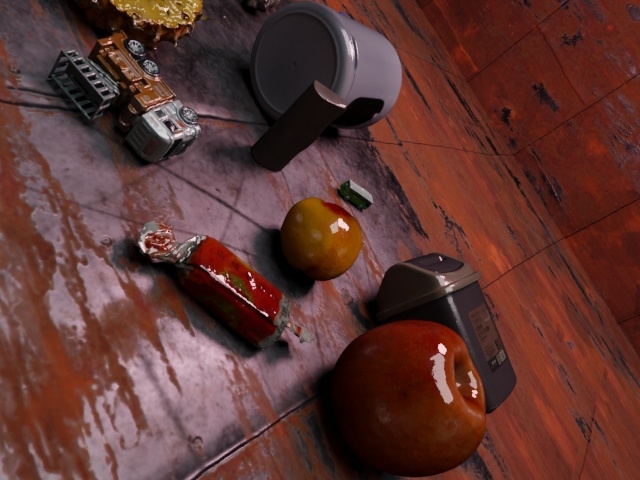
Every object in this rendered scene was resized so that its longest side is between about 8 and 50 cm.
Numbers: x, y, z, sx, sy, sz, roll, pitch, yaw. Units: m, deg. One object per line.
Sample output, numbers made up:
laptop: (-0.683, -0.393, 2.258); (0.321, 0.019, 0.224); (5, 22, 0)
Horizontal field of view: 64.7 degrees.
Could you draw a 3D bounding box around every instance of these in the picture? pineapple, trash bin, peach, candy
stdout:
pineapple: (-0.288, -0.365, 0.792); (0.233, 0.079, 0.135); (3, 85, -35)
trash bin: (0.231, 0.167, 0.941); (0.209, 0.182, 0.291); (-9, 74, -56)
peach: (0.000, 0.000, 0.834); (0.138, 0.138, 0.138); (33, 38, -31)
candy: (-0.117, 0.068, 0.679); (0.292, 0.059, 0.086); (42, 31, -22)

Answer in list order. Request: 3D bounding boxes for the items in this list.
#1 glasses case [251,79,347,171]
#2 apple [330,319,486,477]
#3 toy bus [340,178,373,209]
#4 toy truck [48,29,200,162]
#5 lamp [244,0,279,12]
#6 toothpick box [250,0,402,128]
glasses case: (-0.041, -0.195, 0.892); (0.072, 0.190, 0.042); (24, 45, -34)
apple: (0.125, 0.223, 0.730); (0.218, 0.201, 0.218); (39, 37, -37)
toy bus: (0.079, -0.099, 1.106); (0.083, 0.037, 0.031); (29, 41, -36)
toy truck: (-0.263, -0.189, 0.701); (0.178, 0.080, 0.115); (50, 38, -7)
lamp: (-0.098, -0.681, 1.293); (0.182, 0.181, 0.314); (23, 58, -40)
toothpick box: (0.038, -0.375, 1.108); (0.354, 0.263, 0.263); (-17, 75, -58)
